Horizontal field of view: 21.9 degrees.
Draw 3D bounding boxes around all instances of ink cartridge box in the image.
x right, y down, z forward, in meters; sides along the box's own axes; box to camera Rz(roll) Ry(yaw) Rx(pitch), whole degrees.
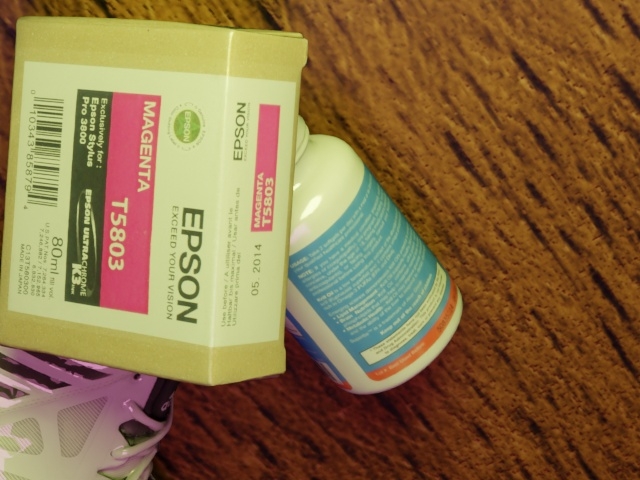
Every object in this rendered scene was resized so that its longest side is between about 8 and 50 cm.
[{"bbox_3d":[-0.117,-0.031,1.122,0.193,0.088,0.235,7,95,33],"label":"ink cartridge box"}]

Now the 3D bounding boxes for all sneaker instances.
[{"bbox_3d":[-0.161,0.202,1.316,0.257,0.169,0.447,-34,115,19],"label":"sneaker"}]

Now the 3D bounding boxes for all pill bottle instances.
[{"bbox_3d":[0.000,0.000,1.226,0.124,0.124,0.221,-30,119,15],"label":"pill bottle"}]
